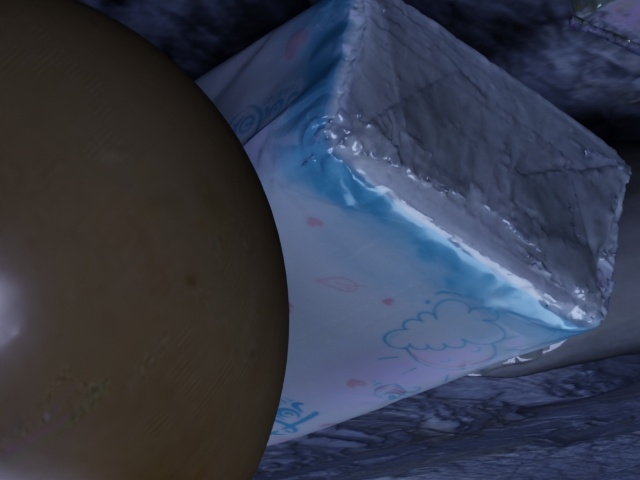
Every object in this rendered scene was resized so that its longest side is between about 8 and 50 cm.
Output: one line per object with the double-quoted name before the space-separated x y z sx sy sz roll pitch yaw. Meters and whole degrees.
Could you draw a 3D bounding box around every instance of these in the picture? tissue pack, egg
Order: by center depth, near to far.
"egg" -0.177 0.044 0.800 0.301 0.301 0.374 2 162 -32
"tissue pack" -0.002 -0.001 0.973 0.201 0.124 0.271 35 142 -25

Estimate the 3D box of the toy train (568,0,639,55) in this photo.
"toy train" 0.205 -0.147 0.666 0.261 0.134 0.177 -22 159 35

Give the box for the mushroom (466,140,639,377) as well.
"mushroom" 0.190 0.004 1.150 0.407 0.137 0.154 -7 -173 -12
